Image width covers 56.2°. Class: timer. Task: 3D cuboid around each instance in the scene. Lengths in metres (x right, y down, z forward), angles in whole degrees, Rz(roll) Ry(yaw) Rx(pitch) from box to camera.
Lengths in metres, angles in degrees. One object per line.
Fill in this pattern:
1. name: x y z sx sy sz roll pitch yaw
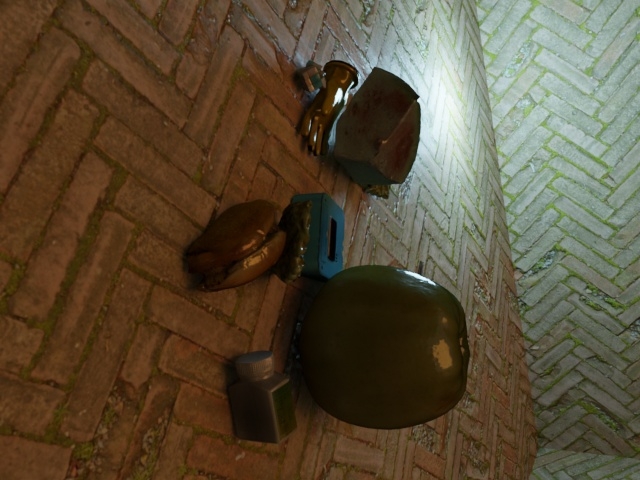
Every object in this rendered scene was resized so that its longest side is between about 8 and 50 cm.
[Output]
1. timer: 0.000 0.000 1.712 0.250 0.091 0.232 33 57 -65

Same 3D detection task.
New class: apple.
1. apple: 0.178 0.284 1.606 0.473 0.473 0.474 11 77 -57

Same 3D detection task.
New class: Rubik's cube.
1. Rubik's cube: -0.021 -0.466 1.695 0.084 0.073 0.075 56 -5 44

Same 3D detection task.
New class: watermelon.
1. watermelon: 0.144 -0.296 1.779 0.258 0.228 0.387 -26 142 -38

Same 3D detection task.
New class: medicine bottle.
1. medicine bottle: -0.136 0.355 1.367 0.088 0.132 0.189 -18 102 -56

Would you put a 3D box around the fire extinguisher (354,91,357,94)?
1. fire extinguisher: 0.152 -0.416 2.018 0.173 0.035 0.049 61 36 -29

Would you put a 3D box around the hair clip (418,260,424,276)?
1. hair clip: 0.403 0.137 2.350 0.030 0.039 0.115 27 61 -60

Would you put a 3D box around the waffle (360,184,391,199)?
1. waffle: 0.187 -0.256 2.032 0.208 0.054 0.214 28 66 -50

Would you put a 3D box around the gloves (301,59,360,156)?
1. gloves: 0.020 -0.373 1.749 0.133 0.116 0.294 42 58 -43

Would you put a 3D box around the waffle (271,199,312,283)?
1. waffle: -0.076 0.004 1.468 0.054 0.223 0.204 7 87 -18

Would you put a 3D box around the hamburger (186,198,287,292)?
1. hamburger: -0.167 0.017 1.339 0.283 0.156 0.144 -55 132 -49
